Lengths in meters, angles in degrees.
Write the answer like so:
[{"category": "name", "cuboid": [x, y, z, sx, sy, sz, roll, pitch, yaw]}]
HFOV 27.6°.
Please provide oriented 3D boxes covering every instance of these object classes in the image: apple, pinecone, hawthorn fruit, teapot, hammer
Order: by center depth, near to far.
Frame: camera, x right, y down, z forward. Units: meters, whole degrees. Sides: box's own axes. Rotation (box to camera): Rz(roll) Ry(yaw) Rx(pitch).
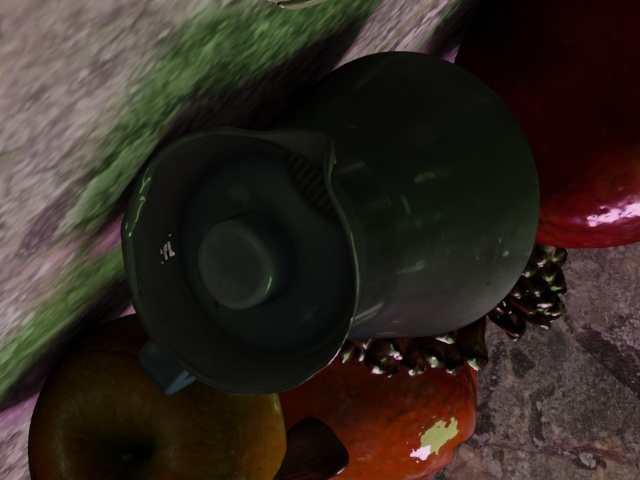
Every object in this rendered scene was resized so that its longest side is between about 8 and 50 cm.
[{"category": "teapot", "cuboid": [0.000, 0.000, 0.713, 0.203, 0.171, 0.225, -47, 168, 29]}, {"category": "apple", "cuboid": [-0.093, 0.124, 0.807, 0.146, 0.163, 0.147, -34, 164, 7]}, {"category": "hawthorn fruit", "cuboid": [0.222, -0.109, 1.061, 0.307, 0.265, 0.265, -38, 172, -12]}, {"category": "pinecone", "cuboid": [0.103, 0.022, 1.300, 0.292, 0.246, 0.246, -32, -178, 33]}, {"category": "hammer", "cuboid": [-0.059, 0.267, 1.471, 0.095, 0.242, 0.409, -32, 172, -22]}, {"category": "hawthorn fruit", "cuboid": [0.060, 0.185, 1.562, 0.284, 0.284, 0.284, -46, 174, -7]}]

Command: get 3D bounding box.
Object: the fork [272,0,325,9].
[{"category": "fork", "cuboid": [0.052, -0.174, 0.548, 0.219, 0.034, 0.028, -47, 147, -8]}]
